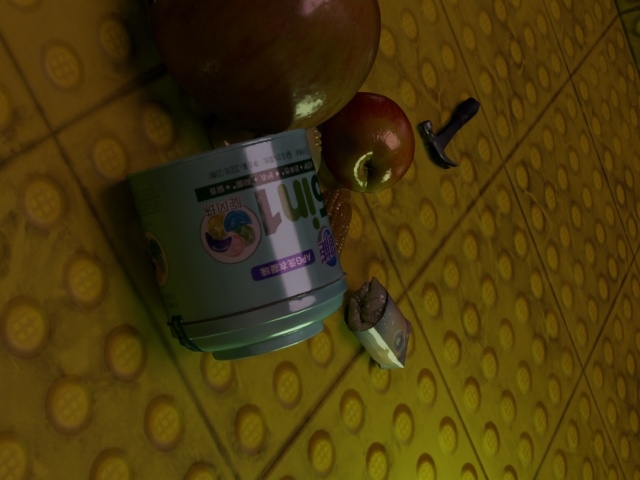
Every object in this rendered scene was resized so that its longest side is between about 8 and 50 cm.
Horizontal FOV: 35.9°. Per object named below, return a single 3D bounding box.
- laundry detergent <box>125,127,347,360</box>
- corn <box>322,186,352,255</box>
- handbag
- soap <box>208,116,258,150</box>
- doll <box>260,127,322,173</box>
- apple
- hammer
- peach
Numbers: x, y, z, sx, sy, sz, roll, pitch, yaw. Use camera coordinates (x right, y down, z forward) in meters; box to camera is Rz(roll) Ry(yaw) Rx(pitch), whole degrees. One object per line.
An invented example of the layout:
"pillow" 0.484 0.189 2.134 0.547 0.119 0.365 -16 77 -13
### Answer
"laundry detergent" -0.118 0.011 1.506 0.287 0.287 0.305 -21 97 -54
"corn" 0.000 0.000 1.834 0.097 0.097 0.261 54 41 -30
"handbag" 0.113 0.164 1.951 0.173 0.095 0.117 55 36 -41
"soap" -0.150 -0.188 1.721 0.089 0.045 0.140 56 39 -32
"doll" -0.047 -0.206 1.804 0.141 0.117 0.296 47 46 -52
"apple" -0.077 -0.375 1.605 0.400 0.333 0.400 28 49 -37
"hammer" 0.328 -0.274 2.402 0.290 0.037 0.137 -45 116 -49
"peach" 0.092 -0.195 1.946 0.190 0.190 0.192 49 33 -34
